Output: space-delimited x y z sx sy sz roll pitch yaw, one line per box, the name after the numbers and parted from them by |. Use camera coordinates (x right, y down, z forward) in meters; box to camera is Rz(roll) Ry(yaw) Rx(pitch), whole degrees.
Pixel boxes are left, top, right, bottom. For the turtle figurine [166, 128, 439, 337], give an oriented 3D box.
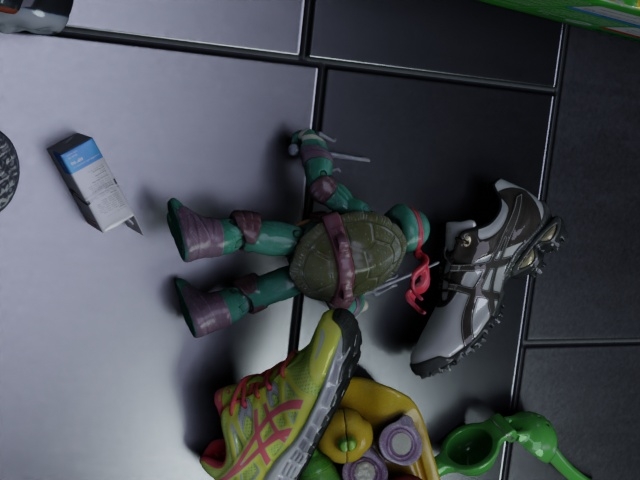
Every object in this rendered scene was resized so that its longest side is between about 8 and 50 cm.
0.000 0.000 0.818 0.234 0.118 0.175 -13 106 -18 | turtle figurine

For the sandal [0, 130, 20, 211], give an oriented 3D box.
-0.334 -0.050 0.677 0.254 0.054 0.097 6 105 -37 | sandal

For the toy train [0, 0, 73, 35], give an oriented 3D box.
-0.191 -0.292 0.633 0.190 0.142 0.334 3 103 -56 | toy train

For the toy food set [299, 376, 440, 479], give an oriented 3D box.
0.049 0.229 0.883 0.128 0.071 0.218 -18 101 -4 | toy food set

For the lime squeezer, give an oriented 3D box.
0.160 0.214 0.981 0.310 0.059 0.110 0 133 -27 | lime squeezer

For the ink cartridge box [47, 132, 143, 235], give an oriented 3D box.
-0.168 -0.036 0.757 0.028 0.048 0.083 -32 112 -18 | ink cartridge box

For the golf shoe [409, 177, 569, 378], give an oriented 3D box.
0.130 0.032 0.918 0.094 0.077 0.198 42 78 -10 | golf shoe

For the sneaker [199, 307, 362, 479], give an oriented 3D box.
-0.038 0.133 0.808 0.094 0.081 0.209 30 115 6 | sneaker

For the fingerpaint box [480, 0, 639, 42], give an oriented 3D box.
0.203 -0.375 0.812 0.444 0.163 0.371 6 98 -28 | fingerpaint box
